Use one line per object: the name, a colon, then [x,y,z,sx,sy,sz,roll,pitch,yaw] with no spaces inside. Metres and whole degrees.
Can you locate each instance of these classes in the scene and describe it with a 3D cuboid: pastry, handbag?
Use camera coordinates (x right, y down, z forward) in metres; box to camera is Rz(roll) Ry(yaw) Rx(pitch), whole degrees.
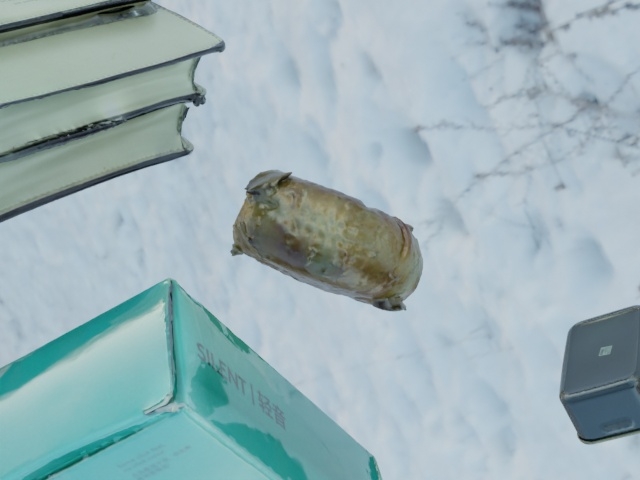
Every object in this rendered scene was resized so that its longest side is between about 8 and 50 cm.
pastry: [0.000,0.000,1.256,0.218,0.229,0.100,16,83,45]
handbag: [-0.293,-0.166,1.148,0.237,0.358,0.160,30,120,21]

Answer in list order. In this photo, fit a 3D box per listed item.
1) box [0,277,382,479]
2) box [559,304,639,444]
box: [-0.100,0.183,0.863,0.311,0.205,0.118,46,-160,-43]
box: [0.432,0.192,1.714,0.144,0.201,0.090,-21,116,30]
